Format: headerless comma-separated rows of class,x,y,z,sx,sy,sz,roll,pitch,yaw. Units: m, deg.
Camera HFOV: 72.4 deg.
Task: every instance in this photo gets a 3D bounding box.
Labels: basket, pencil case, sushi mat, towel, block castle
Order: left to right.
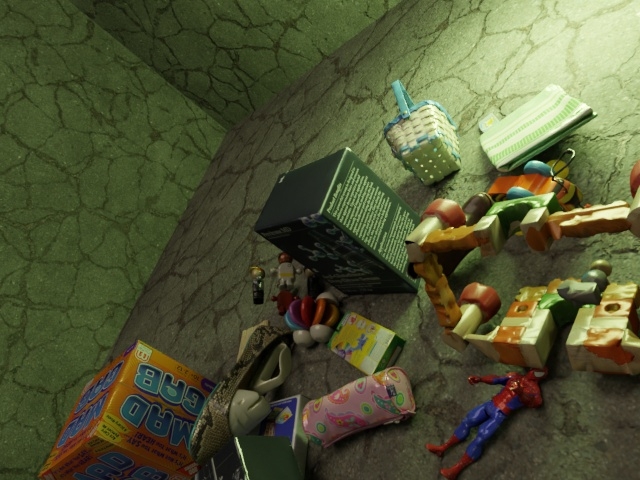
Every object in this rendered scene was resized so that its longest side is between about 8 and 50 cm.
sushi mat,-0.258,0.439,1.573,0.151,0.019,0.316,-32,36,32
pencil case,0.089,0.399,1.037,0.284,0.124,0.124,-33,35,28
basket,0.314,-0.342,1.379,0.201,0.255,0.288,-24,49,29
towel,0.541,-0.296,1.137,0.248,0.038,0.324,-36,16,26
block castle,0.407,0.043,0.779,0.454,0.302,0.213,-11,22,48

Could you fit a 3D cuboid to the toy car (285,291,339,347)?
toy car,-0.035,0.234,1.363,0.182,0.136,0.159,-26,40,38

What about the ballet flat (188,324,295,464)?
ballet flat,-0.195,0.424,1.284,0.182,0.163,0.482,-8,28,26

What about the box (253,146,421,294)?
box,0.073,-0.029,1.233,0.294,0.396,0.211,-11,49,50

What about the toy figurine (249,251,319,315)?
toy figurine,-0.120,0.144,1.501,0.213,0.210,0.148,-30,47,31

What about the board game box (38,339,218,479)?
board game box,-0.633,0.642,1.505,0.356,0.357,0.356,-38,27,24

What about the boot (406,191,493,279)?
boot,0.313,-0.010,1.038,0.090,0.207,0.248,34,106,33

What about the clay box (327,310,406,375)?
clay box,0.116,0.281,1.188,0.127,0.053,0.222,-58,29,-9

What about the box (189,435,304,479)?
box,-0.181,0.669,0.966,0.343,0.179,0.312,-49,44,16

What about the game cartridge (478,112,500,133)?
game cartridge,0.520,-0.355,1.345,0.056,0.017,0.083,-41,31,26

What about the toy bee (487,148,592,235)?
toy bee,0.505,-0.089,0.981,0.195,0.162,0.298,-52,4,16

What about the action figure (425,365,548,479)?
action figure,0.303,0.316,0.818,0.280,0.139,0.091,-45,32,7

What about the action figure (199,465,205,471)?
action figure,-0.414,0.752,1.448,0.115,0.030,0.038,-21,40,39

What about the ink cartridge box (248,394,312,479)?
ink cartridge box,-0.161,0.610,1.212,0.304,0.072,0.307,-27,40,34
